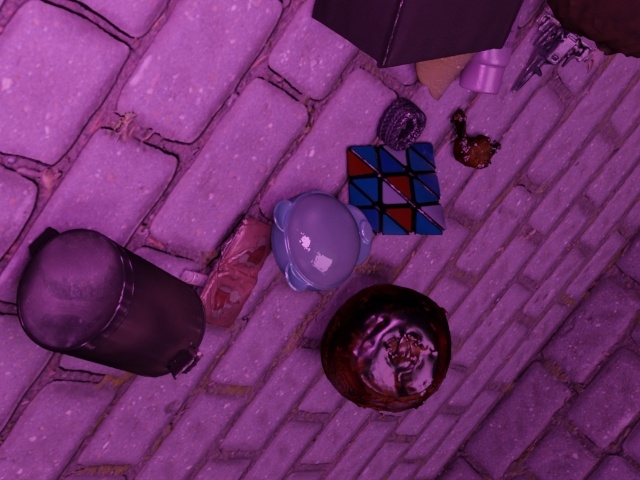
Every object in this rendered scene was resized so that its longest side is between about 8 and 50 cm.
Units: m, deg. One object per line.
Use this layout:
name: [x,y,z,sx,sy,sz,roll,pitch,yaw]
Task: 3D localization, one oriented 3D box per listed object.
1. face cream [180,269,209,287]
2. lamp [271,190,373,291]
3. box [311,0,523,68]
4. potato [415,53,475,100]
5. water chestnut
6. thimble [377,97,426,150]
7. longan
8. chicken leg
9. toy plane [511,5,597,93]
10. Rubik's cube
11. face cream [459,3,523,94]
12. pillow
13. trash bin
face cream: [-0.244,0.083,1.733,0.038,0.020,0.115,-54,147,9]
lamp: [0.010,-0.002,1.783,0.284,0.147,0.209,-8,90,-63]
box: [0.191,-0.472,1.466,0.345,0.204,0.251,-17,137,-40]
potato: [0.237,-0.388,1.757,0.120,0.081,0.149,19,132,-22]
water chestnut: [0.171,0.270,2.169,0.350,0.302,0.350,-2,103,-10]
thimble: [0.176,-0.250,1.815,0.095,0.066,0.104,-14,137,-38]
longan: [0.658,-0.558,1.736,0.391,0.391,0.391,-29,143,-25]
chicken leg: [0.368,-0.237,2.055,0.106,0.051,0.253,-56,145,3]
toy plane: [0.555,-0.449,2.007,0.192,0.088,0.262,27,109,-27]
Rubik's cube: [0.110,-0.092,1.901,0.250,0.284,0.234,18,136,-28]
face cream: [0.377,-0.459,1.814,0.154,0.096,0.274,-7,116,-40]
pillow: [-0.180,0.067,1.751,0.135,0.049,0.248,19,102,-56]
trash bin: [-0.353,0.118,1.465,0.203,0.252,0.301,-44,154,2]
